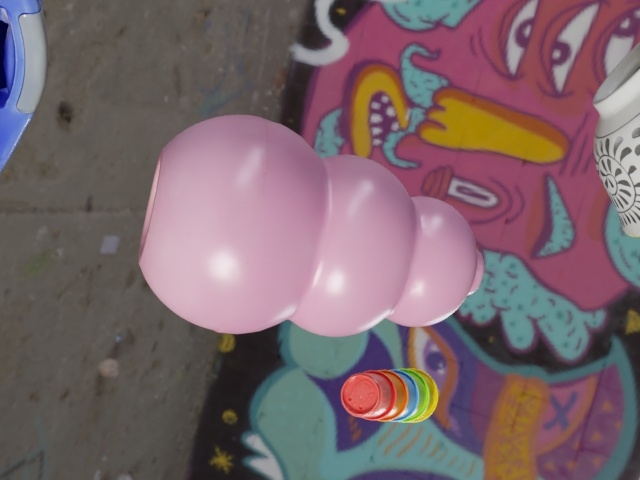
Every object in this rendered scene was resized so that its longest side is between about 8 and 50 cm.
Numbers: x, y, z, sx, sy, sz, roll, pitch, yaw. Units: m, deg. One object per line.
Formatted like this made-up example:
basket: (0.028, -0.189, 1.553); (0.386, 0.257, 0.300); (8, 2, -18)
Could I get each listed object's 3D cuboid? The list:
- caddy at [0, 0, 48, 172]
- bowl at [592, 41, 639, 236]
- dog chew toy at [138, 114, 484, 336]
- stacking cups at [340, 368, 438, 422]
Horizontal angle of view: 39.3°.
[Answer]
caddy: (-0.286, -0.156, 0.652); (0.341, 0.179, 0.241); (112, -5, -45)
bowl: (0.232, -0.090, 0.584); (0.170, 0.080, 0.170); (-50, -177, 3)
dog chew toy: (0.000, 0.000, 0.865); (0.206, 0.332, 0.206); (-169, -90, -77)
stacking cups: (0.113, 0.240, 1.427); (0.096, 0.096, 0.316); (-71, 159, -6)
